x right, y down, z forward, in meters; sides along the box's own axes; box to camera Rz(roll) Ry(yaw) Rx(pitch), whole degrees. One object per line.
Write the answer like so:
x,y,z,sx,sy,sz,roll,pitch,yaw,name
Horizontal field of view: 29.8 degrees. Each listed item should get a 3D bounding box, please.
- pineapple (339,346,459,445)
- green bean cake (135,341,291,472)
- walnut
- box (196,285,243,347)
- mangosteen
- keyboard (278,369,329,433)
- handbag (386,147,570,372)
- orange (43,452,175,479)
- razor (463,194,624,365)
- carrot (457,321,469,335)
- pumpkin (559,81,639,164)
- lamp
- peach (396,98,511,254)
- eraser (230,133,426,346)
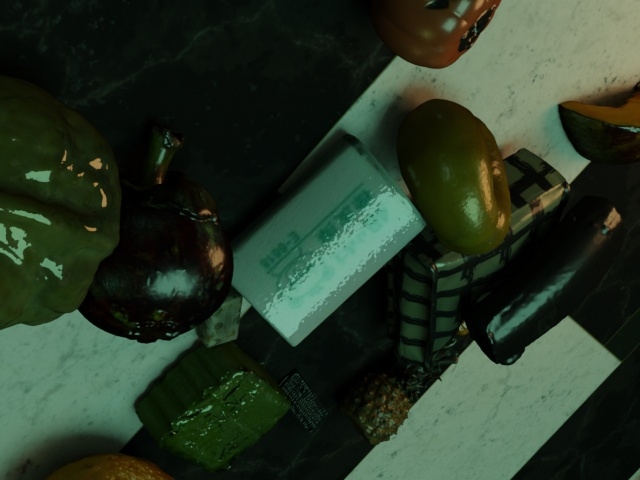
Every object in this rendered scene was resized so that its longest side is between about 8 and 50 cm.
0.156,0.273,2.293,0.248,0.128,0.128,-42,144,-7,pineapple
-0.174,0.274,1.982,0.200,0.113,0.214,-41,144,1,green bean cake
-0.370,-0.036,1.366,0.282,0.253,0.277,-53,145,11,walnut
-0.160,0.118,1.897,0.062,0.045,0.098,-19,139,-28,box
-0.224,-0.008,1.608,0.231,0.231,0.289,18,74,-50,mangosteen
-0.034,0.299,2.222,0.060,0.018,0.195,-42,145,-7,keyboard
0.264,0.039,2.127,0.325,0.162,0.327,-30,144,-23,handbag
-0.337,0.510,1.885,0.293,0.340,0.340,-42,146,17,orange
0.393,0.073,2.078,0.327,0.107,0.189,-43,153,-9,razor
0.333,0.094,2.334,0.257,0.061,0.061,-44,144,-3,carrot
0.571,-0.185,2.211,0.312,0.148,0.169,-14,130,-29,pumpkin
0.153,-0.335,1.654,0.187,0.164,0.187,-49,166,-16,lamp
0.212,-0.097,1.876,0.153,0.251,0.251,-29,147,15,peach
0.000,0.000,1.844,0.290,0.104,0.189,-43,112,-1,eraser
